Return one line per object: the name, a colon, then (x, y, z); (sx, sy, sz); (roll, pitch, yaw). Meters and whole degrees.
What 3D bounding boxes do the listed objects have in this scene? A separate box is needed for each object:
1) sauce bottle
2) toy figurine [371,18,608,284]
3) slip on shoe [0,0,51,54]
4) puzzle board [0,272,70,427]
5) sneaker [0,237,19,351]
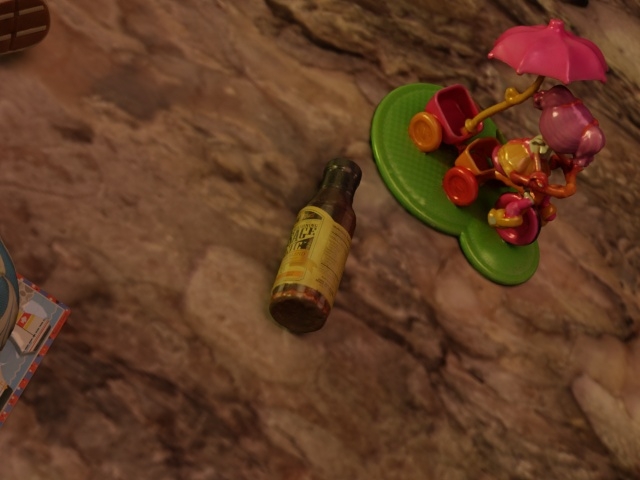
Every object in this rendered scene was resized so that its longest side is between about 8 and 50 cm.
sauce bottle: (0.000, 0.000, 0.909); (0.042, 0.042, 0.128); (29, 49, -15)
toy figurine: (0.141, -0.075, 0.964); (0.130, 0.159, 0.173); (-22, 77, -39)
slip on shoe: (-0.233, -0.131, 0.839); (0.135, 0.051, 0.041); (-20, 35, -31)
puzzle board: (-0.205, 0.058, 0.763); (0.096, 0.011, 0.128); (34, 51, -11)
sneaker: (-0.239, -0.037, 0.741); (0.085, 0.086, 0.237); (-32, 74, -36)
